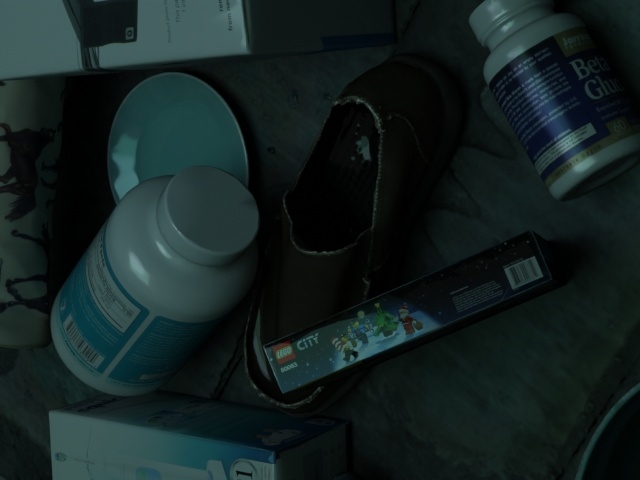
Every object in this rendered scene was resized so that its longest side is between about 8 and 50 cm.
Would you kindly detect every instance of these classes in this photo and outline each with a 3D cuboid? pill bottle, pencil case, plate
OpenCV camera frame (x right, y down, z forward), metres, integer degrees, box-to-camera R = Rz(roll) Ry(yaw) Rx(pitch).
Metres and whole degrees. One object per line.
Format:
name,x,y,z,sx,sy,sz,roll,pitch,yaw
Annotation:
pill bottle,0.191,-0.125,1.253,0.094,0.094,0.169,-37,76,34
pill bottle,-0.151,0.035,1.457,0.146,0.146,0.264,60,142,13
pencil case,-0.332,-0.088,1.540,0.160,0.183,0.410,6,95,9
plate,-0.139,-0.076,1.547,0.188,0.024,0.188,7,101,36

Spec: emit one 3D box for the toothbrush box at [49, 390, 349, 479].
toothbrush box,-0.121,0.276,1.524,0.295,0.126,0.216,3,100,35

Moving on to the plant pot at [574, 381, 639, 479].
plant pot,0.358,0.205,1.118,0.293,0.196,0.293,7,102,36

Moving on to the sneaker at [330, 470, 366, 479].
sneaker,0.102,0.336,1.397,0.121,0.111,0.300,-35,82,24

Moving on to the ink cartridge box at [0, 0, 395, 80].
ink cartridge box,-0.122,-0.221,1.386,0.307,0.223,0.129,0,99,36

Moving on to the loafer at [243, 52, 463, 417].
loafer,0.000,0.000,1.389,0.134,0.130,0.366,31,114,29

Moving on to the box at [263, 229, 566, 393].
box,0.083,0.060,1.269,0.233,0.159,0.044,-24,83,10
